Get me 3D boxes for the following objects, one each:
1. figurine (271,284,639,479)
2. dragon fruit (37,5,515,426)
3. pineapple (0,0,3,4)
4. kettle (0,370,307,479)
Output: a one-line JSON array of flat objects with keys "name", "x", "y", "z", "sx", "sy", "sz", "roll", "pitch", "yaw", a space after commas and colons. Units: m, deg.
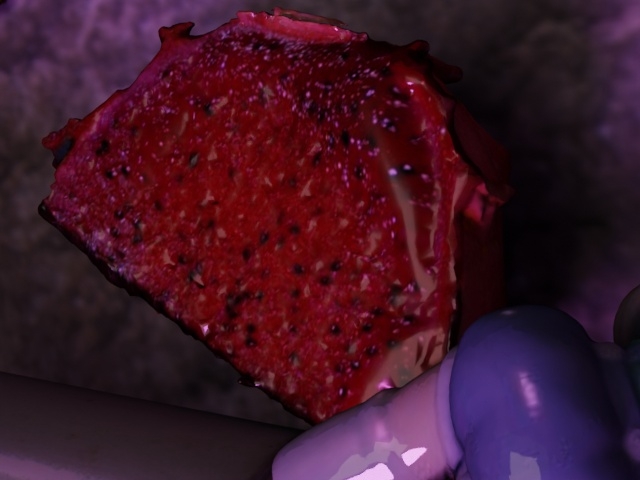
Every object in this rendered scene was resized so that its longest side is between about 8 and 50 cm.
[{"name": "figurine", "x": 0.152, "y": 0.044, "z": 0.618, "sx": 0.382, "sy": 0.205, "sz": 0.224, "roll": -38, "pitch": 47, "yaw": 10}, {"name": "dragon fruit", "x": 0.000, "y": 0.000, "z": 0.867, "sx": 0.262, "sy": 0.189, "sz": 0.163, "roll": 32, "pitch": 70, "yaw": 35}, {"name": "pineapple", "x": -0.316, "y": -0.156, "z": 1.154, "sx": 0.334, "sy": 0.158, "sz": 0.161, "roll": -38, "pitch": 62, "yaw": 35}, {"name": "kettle", "x": -0.184, "y": 0.189, "z": 0.907, "sx": 0.377, "sy": 0.361, "sz": 0.250, "roll": 12, "pitch": 67, "yaw": 19}]
